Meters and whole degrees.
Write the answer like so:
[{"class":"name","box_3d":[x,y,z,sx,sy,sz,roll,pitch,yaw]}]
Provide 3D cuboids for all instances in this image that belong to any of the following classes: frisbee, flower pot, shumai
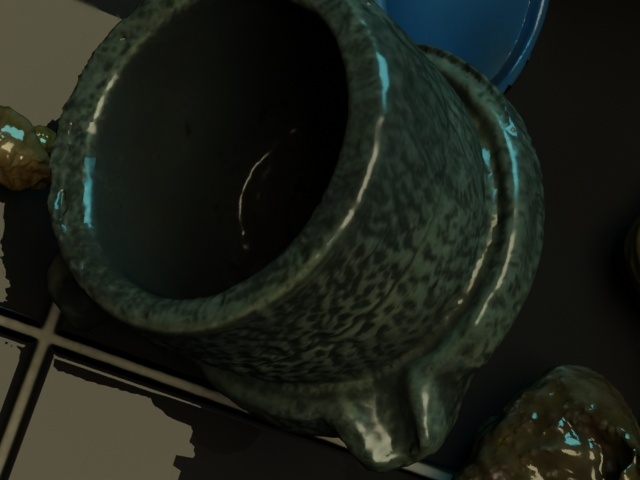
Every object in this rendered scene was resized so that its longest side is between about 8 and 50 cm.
[{"class":"frisbee","box_3d":[0.104,-0.214,0.985,0.242,0.045,0.242,-17,113,-47]},{"class":"flower pot","box_3d":[0.000,0.000,0.829,0.283,0.299,0.299,30,70,-56]},{"class":"shumai","box_3d":[0.131,0.281,0.949,0.283,0.217,0.346,-14,74,10]}]

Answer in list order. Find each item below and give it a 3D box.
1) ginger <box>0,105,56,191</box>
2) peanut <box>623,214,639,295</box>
[{"class":"ginger","box_3d":[-0.283,-0.096,0.855,0.137,0.074,0.213,-42,105,-20]},{"class":"peanut","box_3d":[0.357,0.089,1.036,0.159,0.143,0.291,-43,97,-30]}]
